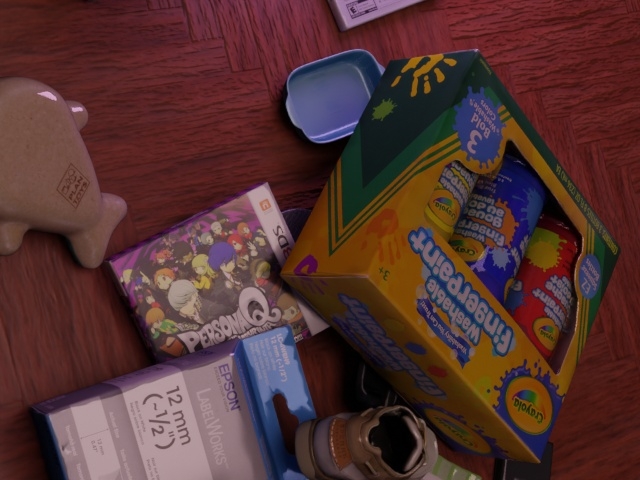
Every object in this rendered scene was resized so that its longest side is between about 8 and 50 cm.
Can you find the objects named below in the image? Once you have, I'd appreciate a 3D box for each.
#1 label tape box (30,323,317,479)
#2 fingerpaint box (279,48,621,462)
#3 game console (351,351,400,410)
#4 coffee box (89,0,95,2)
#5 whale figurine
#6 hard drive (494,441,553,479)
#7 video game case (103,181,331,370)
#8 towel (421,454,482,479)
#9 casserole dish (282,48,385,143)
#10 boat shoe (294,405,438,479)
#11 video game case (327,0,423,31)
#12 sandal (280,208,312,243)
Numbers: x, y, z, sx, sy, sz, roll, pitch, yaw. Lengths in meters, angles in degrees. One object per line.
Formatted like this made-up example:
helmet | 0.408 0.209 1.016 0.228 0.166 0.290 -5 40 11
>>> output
label tape box | -0.142 0.266 1.582 0.348 0.115 0.249 -17 94 -21
fingerpaint box | 0.199 0.029 1.789 0.445 0.163 0.371 48 58 -35
game console | 0.090 0.057 1.824 0.213 0.044 0.361 20 74 -44
coffee box | -0.193 -0.551 1.605 0.337 0.334 0.338 -47 112 -33
whale figurine | -0.349 -0.076 1.571 0.272 0.141 0.216 46 57 -45
hard drive | 0.298 0.355 1.939 0.094 0.022 0.135 18 71 -28
video game case | -0.127 0.068 1.676 0.232 0.042 0.210 -27 100 -18
towel | 0.168 0.383 1.851 0.113 0.023 0.152 31 66 -25
casserole dish | 0.020 -0.201 1.866 0.188 0.037 0.114 -24 93 -34
boat shoe | 0.090 0.274 1.715 0.302 0.103 0.113 10 68 -58
video game case | 0.072 -0.423 1.952 0.201 0.023 0.183 -26 95 -32
sandal | 0.000 0.001 1.812 0.254 0.054 0.097 -7 91 -43
